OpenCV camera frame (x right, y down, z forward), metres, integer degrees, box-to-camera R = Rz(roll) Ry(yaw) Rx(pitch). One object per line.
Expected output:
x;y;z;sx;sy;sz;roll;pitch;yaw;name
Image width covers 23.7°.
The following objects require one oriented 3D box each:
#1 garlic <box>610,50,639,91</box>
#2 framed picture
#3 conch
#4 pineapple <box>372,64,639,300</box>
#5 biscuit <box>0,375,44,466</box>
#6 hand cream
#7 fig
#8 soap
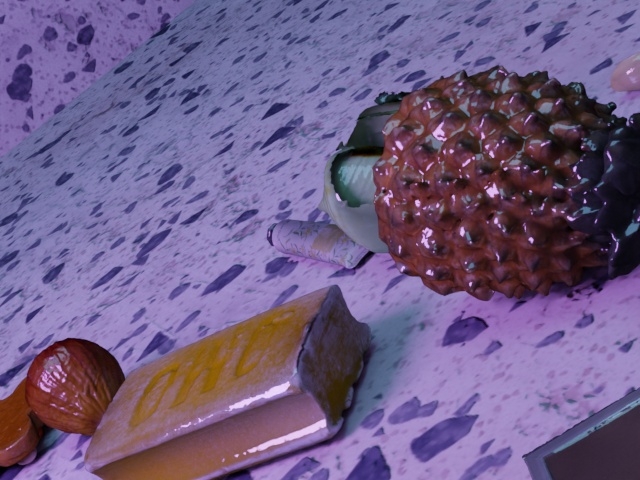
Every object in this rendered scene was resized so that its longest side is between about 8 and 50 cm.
0.361;-0.192;1.672;0.083;0.041;0.053;-33;6;-19;garlic
0.281;0.143;1.083;0.274;0.017;0.217;-32;20;10;framed picture
0.111;-0.088;1.664;0.250;0.137;0.143;-35;51;16;conch
0.227;-0.046;1.358;0.357;0.223;0.223;6;44;45;pineapple
-0.405;0.252;1.865;0.324;0.049;0.205;-44;23;-23;biscuit
0.000;0.000;1.804;0.067;0.042;0.194;-43;26;-24;hand cream
-0.271;0.168;1.746;0.119;0.119;0.153;-44;23;-22;fig
-0.092;0.158;1.530;0.274;0.089;0.173;-25;24;28;soap
